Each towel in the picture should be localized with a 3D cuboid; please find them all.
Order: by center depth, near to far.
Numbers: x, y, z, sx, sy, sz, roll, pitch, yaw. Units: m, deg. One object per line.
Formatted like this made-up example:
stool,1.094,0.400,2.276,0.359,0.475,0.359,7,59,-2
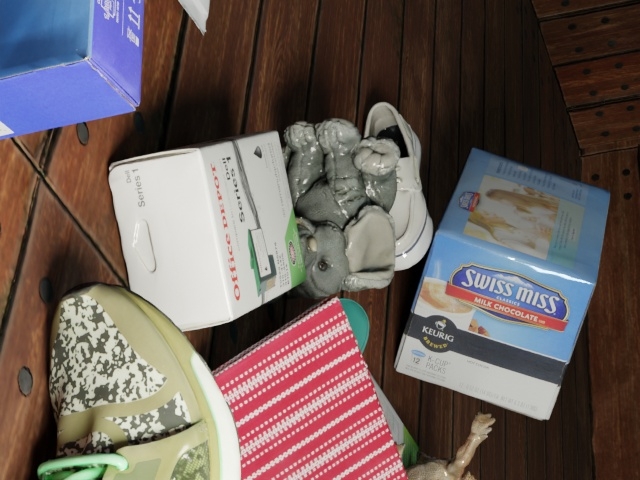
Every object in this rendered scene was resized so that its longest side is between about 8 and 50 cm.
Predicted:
towel,-0.022,0.208,1.439,0.031,0.199,0.275,28,-36,53

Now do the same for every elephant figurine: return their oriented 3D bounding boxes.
elephant figurine,0.000,0.000,1.646,0.169,0.186,0.239,142,-37,-61

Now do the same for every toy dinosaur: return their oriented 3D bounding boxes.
toy dinosaur,0.138,0.333,1.732,0.296,0.127,0.200,-67,152,-48

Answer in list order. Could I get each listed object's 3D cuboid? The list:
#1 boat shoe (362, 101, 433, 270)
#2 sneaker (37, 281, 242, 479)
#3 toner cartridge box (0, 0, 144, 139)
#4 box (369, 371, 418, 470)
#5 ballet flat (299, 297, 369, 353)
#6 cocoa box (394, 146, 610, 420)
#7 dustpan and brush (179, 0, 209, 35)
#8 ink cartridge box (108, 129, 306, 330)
boat shoe,0.095,-0.079,2.016,0.088,0.096,0.267,58,28,-42
sneaker,-0.160,0.223,1.050,0.182,0.158,0.410,12,64,-52
toner cartridge box,-0.210,-0.245,1.056,0.075,0.165,0.348,47,37,-60
box,0.043,0.276,1.745,0.322,0.058,0.232,57,29,-48
ballet flat,-0.024,0.148,1.563,0.083,0.087,0.247,40,36,-4
cocoa box,0.267,0.050,2.140,0.347,0.231,0.228,-60,167,-63
dustpan and brush,-0.151,-0.324,1.466,0.147,0.060,0.211,51,41,-59
ink cartridge box,-0.100,-0.012,1.390,0.219,0.092,0.160,-28,108,-71
